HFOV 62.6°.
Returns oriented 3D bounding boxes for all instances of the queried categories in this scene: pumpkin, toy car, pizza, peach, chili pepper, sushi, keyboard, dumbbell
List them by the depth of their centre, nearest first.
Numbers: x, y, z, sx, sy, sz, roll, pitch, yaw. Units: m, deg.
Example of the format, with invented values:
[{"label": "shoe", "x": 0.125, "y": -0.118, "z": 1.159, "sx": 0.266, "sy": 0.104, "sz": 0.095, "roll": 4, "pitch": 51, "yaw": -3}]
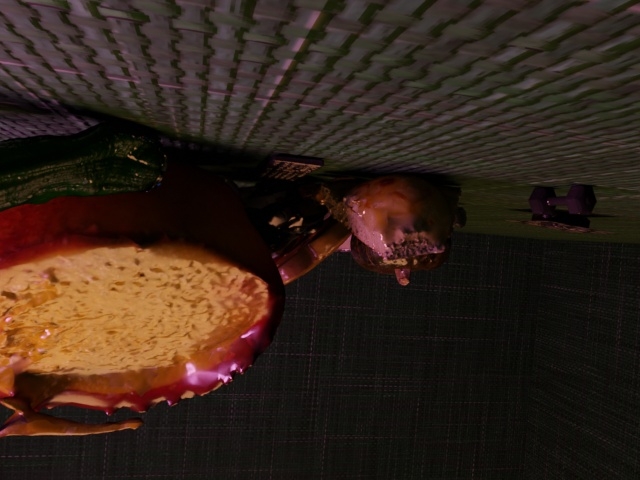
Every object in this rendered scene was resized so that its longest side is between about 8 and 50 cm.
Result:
[{"label": "chili pepper", "x": -0.235, "y": -0.062, "z": 0.459, "sx": 0.098, "sy": 0.061, "sz": 0.224, "roll": -34, "pitch": 171, "yaw": 39}, {"label": "dumbbell", "x": 0.310, "y": -0.051, "z": 0.677, "sx": 0.036, "sy": 0.040, "sz": 0.083, "roll": -29, "pitch": -166, "yaw": -20}, {"label": "peach", "x": -0.261, "y": 0.044, "z": 0.688, "sx": 0.405, "sy": 0.335, "sz": 0.310, "roll": -4, "pitch": -147, "yaw": -22}, {"label": "pizza", "x": 0.122, "y": -0.054, "z": 0.697, "sx": 0.204, "sy": 0.081, "sz": 0.188, "roll": -5, "pitch": -153, "yaw": -17}, {"label": "keyboard", "x": -0.048, "y": -0.093, "z": 0.697, "sx": 0.061, "sy": 0.013, "sz": 0.204, "roll": 4, "pitch": -179, "yaw": -14}, {"label": "toy car", "x": -0.117, "y": -0.018, "z": 0.895, "sx": 0.301, "sy": 0.118, "sz": 0.193, "roll": -30, "pitch": 175, "yaw": 36}, {"label": "sushi", "x": 0.513, "y": -0.042, "z": 1.114, "sx": 0.200, "sy": 0.031, "sz": 0.139, "roll": 8, "pitch": 180, "yaw": -20}, {"label": "pumpkin", "x": 0.208, "y": 0.021, "z": 1.343, "sx": 0.260, "sy": 0.190, "sz": 0.260, "roll": -7, "pitch": 170, "yaw": -1}]

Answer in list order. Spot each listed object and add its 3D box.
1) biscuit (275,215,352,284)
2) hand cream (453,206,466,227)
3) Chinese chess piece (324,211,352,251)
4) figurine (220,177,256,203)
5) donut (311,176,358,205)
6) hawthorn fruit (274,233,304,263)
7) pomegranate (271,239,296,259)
[{"label": "biscuit", "x": 0.002, "y": 0.002, "z": 1.147, "sx": 0.275, "sy": 0.052, "sz": 0.355, "roll": -38, "pitch": -176, "yaw": 8}, {"label": "hand cream", "x": 0.193, "y": -0.046, "z": 1.175, "sx": 0.271, "sy": 0.091, "sz": 0.058, "roll": 1, "pitch": -178, "yaw": 43}, {"label": "Chinese chess piece", "x": 0.126, "y": -0.028, "z": 1.623, "sx": 0.337, "sy": 0.141, "sz": 0.338, "roll": 3, "pitch": -179, "yaw": 0}, {"label": "figurine", "x": -0.164, "y": -0.087, "z": 0.948, "sx": 0.187, "sy": 0.083, "sz": 0.083, "roll": -9, "pitch": -178, "yaw": -5}, {"label": "donut", "x": 0.028, "y": -0.065, "z": 0.789, "sx": 0.083, "sy": 0.067, "sz": 0.038, "roll": -28, "pitch": -155, "yaw": -7}, {"label": "hawthorn fruit", "x": -0.171, "y": -0.001, "z": 1.565, "sx": 0.265, "sy": 0.266, "sz": 0.307, "roll": 5, "pitch": 162, "yaw": -9}, {"label": "pomegranate", "x": -0.089, "y": -0.036, "z": 1.148, "sx": 0.220, "sy": 0.156, "sz": 0.156, "roll": -6, "pitch": 176, "yaw": 26}]
